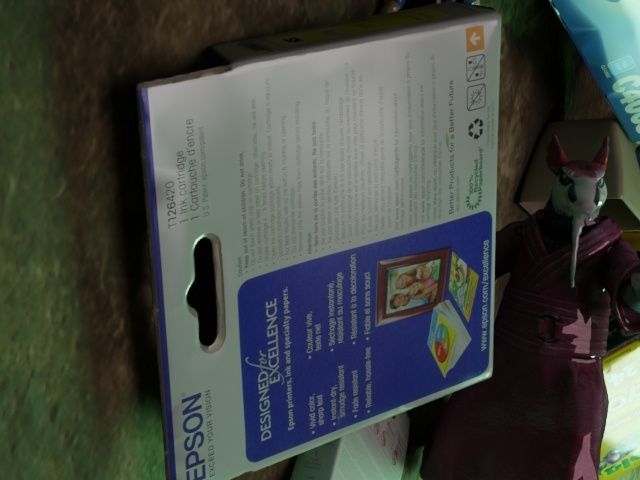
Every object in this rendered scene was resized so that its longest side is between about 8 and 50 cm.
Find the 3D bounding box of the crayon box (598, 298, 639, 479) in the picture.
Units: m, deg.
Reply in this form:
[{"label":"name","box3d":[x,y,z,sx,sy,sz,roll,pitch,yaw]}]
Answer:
[{"label":"crayon box","box3d":[0.347,0.171,1.397,0.202,0.081,0.318,-31,140,5]}]

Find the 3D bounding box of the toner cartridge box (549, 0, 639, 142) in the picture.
[{"label":"toner cartridge box","box3d":[0.272,-0.245,1.176,0.348,0.075,0.165,38,38,-55]}]

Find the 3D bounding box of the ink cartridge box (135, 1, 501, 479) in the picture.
[{"label":"ink cartridge box","box3d":[0.000,0.000,0.892,0.307,0.072,0.303,-15,116,-31]}]

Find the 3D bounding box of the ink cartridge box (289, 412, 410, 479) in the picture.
[{"label":"ink cartridge box","box3d":[0.026,0.194,1.069,0.145,0.045,0.179,63,31,-44]}]

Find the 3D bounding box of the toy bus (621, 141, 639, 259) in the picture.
[{"label":"toy bus","box3d":[0.433,-0.025,1.441,0.149,0.220,0.211,-25,115,-54]}]

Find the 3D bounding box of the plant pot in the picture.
[{"label":"plant pot","box3d":[0.280,-0.070,1.293,0.109,0.109,0.096,31,62,-56]}]

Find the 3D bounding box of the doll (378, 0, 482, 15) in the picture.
[{"label":"doll","box3d":[0.097,-0.181,1.020,0.129,0.046,0.189,-19,111,-43]}]

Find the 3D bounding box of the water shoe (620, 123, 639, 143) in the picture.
[{"label":"water shoe","box3d":[0.393,-0.168,1.444,0.203,0.080,0.073,44,66,-53]}]

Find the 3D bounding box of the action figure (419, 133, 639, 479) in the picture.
[{"label":"action figure","box3d":[0.224,0.087,1.125,0.276,0.248,0.370,5,99,-58]}]
